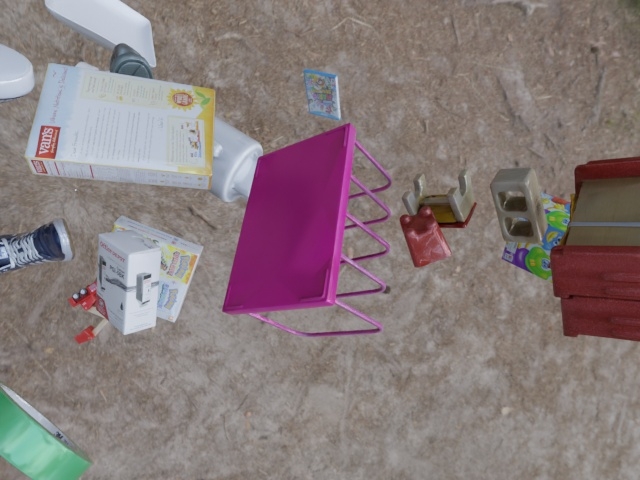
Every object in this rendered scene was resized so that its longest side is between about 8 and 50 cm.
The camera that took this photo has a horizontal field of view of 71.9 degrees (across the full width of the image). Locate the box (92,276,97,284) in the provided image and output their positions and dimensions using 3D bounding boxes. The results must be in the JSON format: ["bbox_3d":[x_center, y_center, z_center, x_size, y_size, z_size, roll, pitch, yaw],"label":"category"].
[{"bbox_3d":[-0.765,0.160,1.797,0.191,0.381,0.143,38,36,-29],"label":"box"}]

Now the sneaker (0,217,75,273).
[{"bbox_3d":[-0.680,0.018,1.022,0.153,0.282,0.099,-17,96,-41],"label":"sneaker"}]

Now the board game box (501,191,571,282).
[{"bbox_3d":[0.590,0.021,1.010,0.142,0.275,0.145,-28,133,-34],"label":"board game box"}]

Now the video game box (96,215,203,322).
[{"bbox_3d":[-0.383,0.070,0.986,0.186,0.048,0.205,20,117,-12],"label":"video game box"}]

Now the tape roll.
[{"bbox_3d":[-0.654,0.420,0.975,0.077,0.321,0.321,-48,116,-31],"label":"tape roll"}]

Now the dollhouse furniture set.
[{"bbox_3d":[0.290,0.005,0.656,0.201,0.373,0.152,-51,127,-34],"label":"dollhouse furniture set"}]

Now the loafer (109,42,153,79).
[{"bbox_3d":[-0.370,-0.242,0.857,0.096,0.084,0.268,-9,140,-34],"label":"loafer"}]

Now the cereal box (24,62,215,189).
[{"bbox_3d":[-0.280,-0.166,0.653,0.239,0.047,0.173,4,62,-16],"label":"cereal box"}]

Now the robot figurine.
[{"bbox_3d":[-0.311,-0.248,1.292,0.353,0.300,0.200,32,81,6],"label":"robot figurine"}]

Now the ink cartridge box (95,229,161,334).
[{"bbox_3d":[-0.305,0.063,0.697,0.056,0.099,0.136,-11,117,-50],"label":"ink cartridge box"}]

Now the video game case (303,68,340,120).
[{"bbox_3d":[0.007,-0.483,1.470,0.015,0.119,0.166,-58,156,-30],"label":"video game case"}]

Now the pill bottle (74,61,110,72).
[{"bbox_3d":[-0.466,-0.322,1.044,0.221,0.121,0.121,23,84,-16],"label":"pill bottle"}]

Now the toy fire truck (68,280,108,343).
[{"bbox_3d":[-0.638,0.191,1.261,0.192,0.047,0.135,-32,98,3],"label":"toy fire truck"}]

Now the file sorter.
[{"bbox_3d":[0.000,0.000,0.738,0.182,0.202,0.291,35,54,-43],"label":"file sorter"}]

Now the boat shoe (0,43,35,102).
[{"bbox_3d":[-0.505,-0.185,0.532,0.300,0.108,0.102,-2,138,-15],"label":"boat shoe"}]

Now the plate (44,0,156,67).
[{"bbox_3d":[-0.591,-0.598,1.195,0.277,0.277,0.045,21,127,-43],"label":"plate"}]
